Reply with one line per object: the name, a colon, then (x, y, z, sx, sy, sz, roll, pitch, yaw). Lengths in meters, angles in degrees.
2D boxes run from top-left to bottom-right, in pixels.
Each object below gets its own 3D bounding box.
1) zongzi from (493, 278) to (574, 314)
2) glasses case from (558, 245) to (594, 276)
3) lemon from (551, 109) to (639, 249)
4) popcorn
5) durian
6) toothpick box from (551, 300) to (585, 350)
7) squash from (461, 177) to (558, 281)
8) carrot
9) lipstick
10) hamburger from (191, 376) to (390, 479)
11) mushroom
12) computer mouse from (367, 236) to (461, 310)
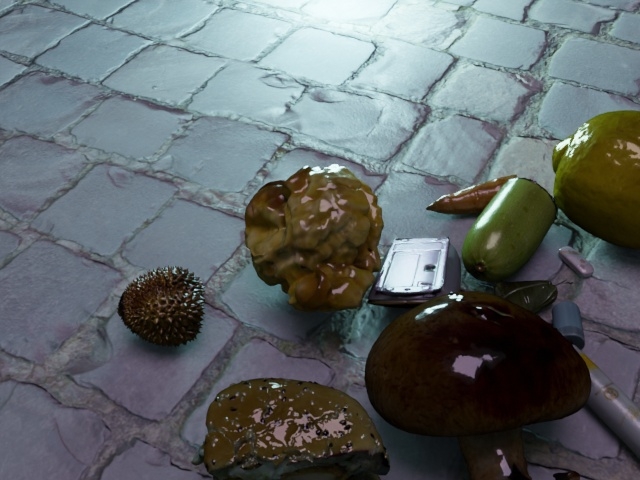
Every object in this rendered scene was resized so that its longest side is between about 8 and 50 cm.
zongzi: (0.402, 0.123, 1.458, 0.154, 0.062, 0.130, -3, 32, -4)
glasses case: (0.505, 0.041, 1.582, 0.032, 0.021, 0.083, -17, 45, -21)
lemon: (0.624, -0.119, 1.577, 0.316, 0.285, 0.285, -7, 38, 26)
popcorn: (0.000, 0.000, 1.452, 0.225, 0.265, 0.332, 31, 21, -34)
durian: (-0.278, 0.117, 1.424, 0.168, 0.136, 0.158, -9, 22, -22)
toothpick box: (0.444, 0.156, 1.434, 0.052, 0.052, 0.083, 5, 41, 6)
squash: (0.354, -0.007, 1.558, 0.133, 0.132, 0.247, 25, 50, 25)
carrot: (0.321, -0.089, 1.694, 0.205, 0.072, 0.072, -10, 43, -6)
lipstick: (0.483, 0.278, 1.296, 0.059, 0.059, 0.264, -21, 46, -21)
hamburger: (-0.046, 0.303, 1.187, 0.288, 0.167, 0.192, -4, 45, -4)
mushroom: (0.259, 0.252, 1.235, 0.331, 0.356, 0.334, -27, 11, -23)
computer mouse: (0.176, 0.066, 1.474, 0.158, 0.071, 0.310, -2, 17, 13)
